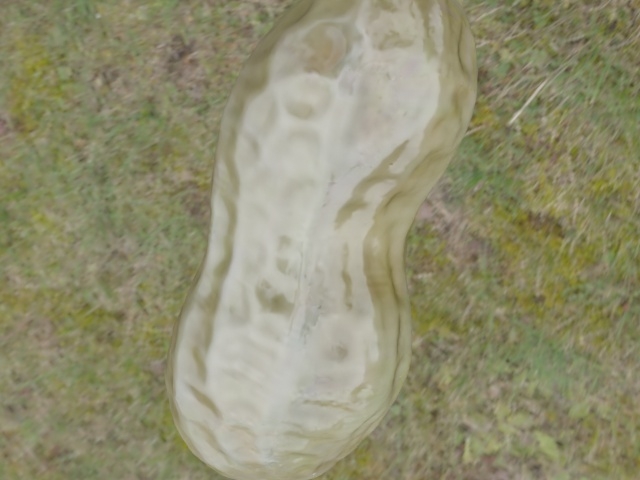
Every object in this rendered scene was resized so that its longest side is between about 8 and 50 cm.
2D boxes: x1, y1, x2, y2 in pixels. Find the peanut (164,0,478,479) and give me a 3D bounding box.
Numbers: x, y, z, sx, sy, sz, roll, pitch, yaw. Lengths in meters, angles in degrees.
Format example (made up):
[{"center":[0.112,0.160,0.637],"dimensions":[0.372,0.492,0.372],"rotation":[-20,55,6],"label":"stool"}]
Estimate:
[{"center":[0.000,0.000,0.609],"dimensions":[0.136,0.120,0.298],"rotation":[37,123,40],"label":"peanut"}]
